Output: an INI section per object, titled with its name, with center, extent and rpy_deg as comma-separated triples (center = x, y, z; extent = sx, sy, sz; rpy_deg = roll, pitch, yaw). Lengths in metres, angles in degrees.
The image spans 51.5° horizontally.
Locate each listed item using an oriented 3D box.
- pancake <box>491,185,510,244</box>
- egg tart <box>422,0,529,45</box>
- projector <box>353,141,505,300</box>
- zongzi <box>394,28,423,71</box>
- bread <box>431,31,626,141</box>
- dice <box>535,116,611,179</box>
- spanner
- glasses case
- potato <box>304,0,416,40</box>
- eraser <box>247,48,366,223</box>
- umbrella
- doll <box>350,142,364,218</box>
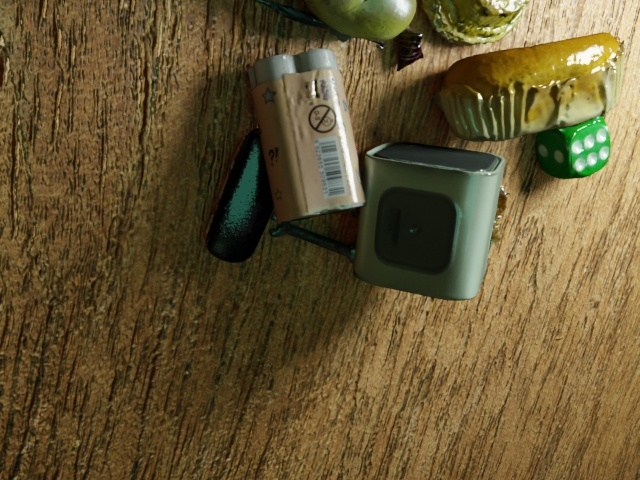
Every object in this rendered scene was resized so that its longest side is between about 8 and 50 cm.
[pancake]
center = 0.325, -0.038, 1.508
extent = 0.257, 0.056, 0.212
rpy_deg = 8, 105, -27
[egg tart]
center = 0.331, -0.526, 1.295
extent = 0.294, 0.123, 0.294
rpy_deg = -8, 110, -23
[projector]
center = 0.213, -0.049, 1.309
extent = 0.248, 0.248, 0.249
rpy_deg = 11, 109, 18
[zongzi]
center = 0.172, -0.371, 1.319
extent = 0.073, 0.067, 0.083
rpy_deg = -47, 138, -11
[bread]
center = 0.439, -0.325, 1.353
extent = 0.388, 0.236, 0.183
rpy_deg = -20, 117, -17
[dice]
center = 0.581, -0.220, 1.525
extent = 0.128, 0.120, 0.131
rpy_deg = -21, 114, -16
[spanner]
center = 0.000, 0.000, 1.393
extent = 0.254, 0.015, 0.054
rpy_deg = 20, 101, -29
[glasses case]
center = -0.138, -0.084, 1.266
extent = 0.103, 0.067, 0.267
rpy_deg = 19, 100, -27
[potato]
center = 0.062, -0.453, 1.177
extent = 0.248, 0.143, 0.169
rpy_deg = 24, 87, -26
[eraser]
center = -0.021, -0.189, 1.201
extent = 0.171, 0.087, 0.291
rpy_deg = -11, 89, -10
[umbrella]
center = 0.000, -0.407, 1.240
extent = 0.269, 0.044, 0.044
rpy_deg = 15, 128, -20
[doll]
center = 0.052, -0.132, 1.339
extent = 0.094, 0.079, 0.180
rpy_deg = -15, 102, -4
